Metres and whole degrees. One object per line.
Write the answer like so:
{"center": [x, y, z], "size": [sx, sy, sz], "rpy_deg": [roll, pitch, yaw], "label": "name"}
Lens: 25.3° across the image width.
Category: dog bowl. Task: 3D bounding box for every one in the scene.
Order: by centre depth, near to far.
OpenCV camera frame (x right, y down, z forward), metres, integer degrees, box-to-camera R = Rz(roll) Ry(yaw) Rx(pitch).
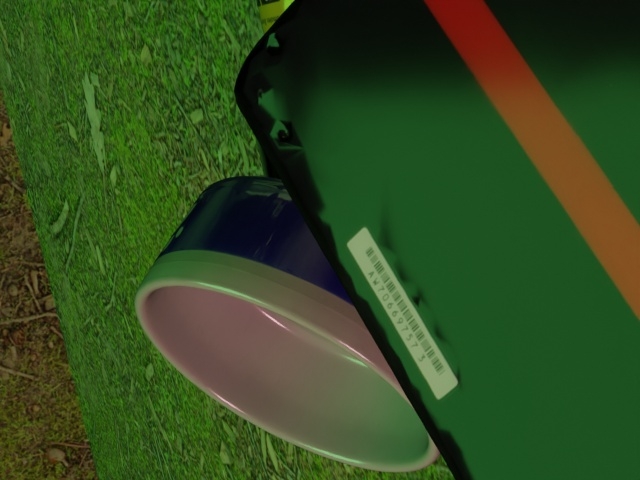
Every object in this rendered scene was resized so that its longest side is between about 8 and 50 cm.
{"center": [-0.007, 0.069, 1.117], "size": [0.265, 0.104, 0.265], "rpy_deg": [23, 154, 12], "label": "dog bowl"}

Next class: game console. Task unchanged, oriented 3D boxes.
{"center": [0.142, -0.045, 0.707], "size": [0.342, 0.060, 0.386], "rpy_deg": [-46, 63, 33], "label": "game console"}

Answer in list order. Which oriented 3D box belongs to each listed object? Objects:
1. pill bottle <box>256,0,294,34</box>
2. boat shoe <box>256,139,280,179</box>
{"center": [0.023, -0.125, 1.088], "size": [0.119, 0.119, 0.208], "rpy_deg": [5, 109, 67], "label": "pill bottle"}
{"center": [-0.002, -0.001, 1.266], "size": [0.109, 0.091, 0.305], "rpy_deg": [32, 133, 60], "label": "boat shoe"}
